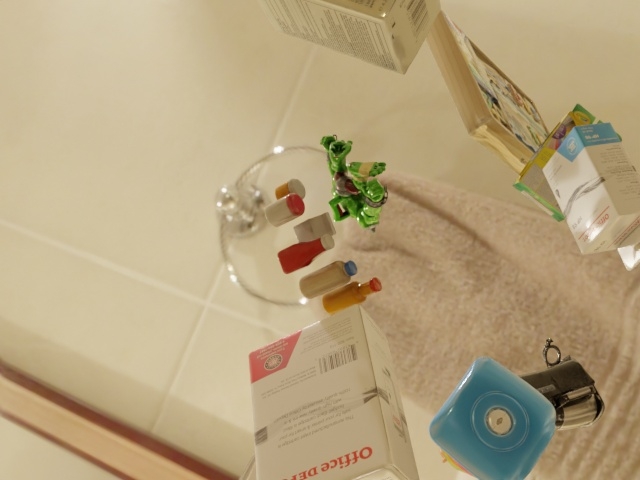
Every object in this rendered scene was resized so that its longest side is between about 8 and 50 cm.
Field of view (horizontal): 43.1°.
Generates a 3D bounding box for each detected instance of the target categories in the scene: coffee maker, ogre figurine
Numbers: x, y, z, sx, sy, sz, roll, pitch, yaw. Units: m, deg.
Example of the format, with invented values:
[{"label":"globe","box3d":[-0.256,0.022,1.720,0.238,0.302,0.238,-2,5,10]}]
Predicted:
[{"label":"coffee maker","box3d":[0.398,0.284,1.491,0.178,0.171,0.120,-8,-56,-27]},{"label":"ogre figurine","box3d":[0.055,-0.094,1.390,0.097,0.197,0.118,-35,-43,-32]}]

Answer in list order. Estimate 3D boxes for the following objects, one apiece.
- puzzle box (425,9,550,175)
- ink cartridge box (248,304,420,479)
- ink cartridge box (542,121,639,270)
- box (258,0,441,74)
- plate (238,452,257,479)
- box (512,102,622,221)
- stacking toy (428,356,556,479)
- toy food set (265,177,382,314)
[{"label":"puzzle box","box3d":[0.348,-0.238,1.530,0.052,0.272,0.409,-34,-34,25]},{"label":"ink cartridge box","box3d":[0.012,0.266,1.197,0.117,0.207,0.283,51,-160,-41]},{"label":"ink cartridge box","box3d":[0.377,-0.055,1.084,0.104,0.060,0.180,111,147,-57]},{"label":"box","box3d":[0.036,-0.355,1.158,0.127,0.232,0.148,-61,-23,-9]},{"label":"plate","box3d":[-0.075,0.555,1.648,0.277,0.278,0.045,-60,24,16]},{"label":"box","box3d":[0.414,-0.132,1.352,0.179,0.105,0.043,-51,-1,-9]},{"label":"stacking toy","box3d":[0.258,0.338,1.379,0.175,0.165,0.302,-49,-10,-23]},{"label":"toy food set","box3d":[0.000,0.000,1.288,0.111,0.104,0.232,-8,-105,-57]}]
